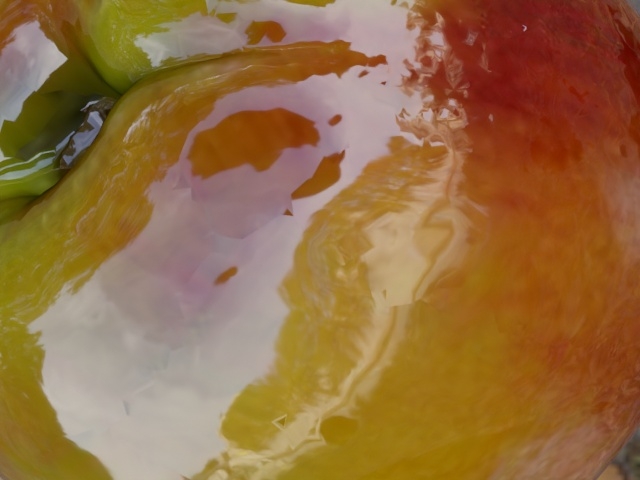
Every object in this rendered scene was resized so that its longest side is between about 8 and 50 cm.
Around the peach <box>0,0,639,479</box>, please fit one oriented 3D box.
[{"bbox_3d":[0.000,0.000,0.746,0.308,0.332,0.308,-22,53,33],"label":"peach"}]
